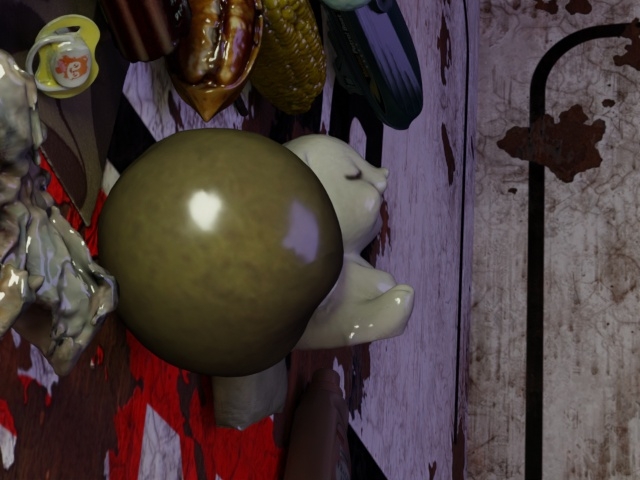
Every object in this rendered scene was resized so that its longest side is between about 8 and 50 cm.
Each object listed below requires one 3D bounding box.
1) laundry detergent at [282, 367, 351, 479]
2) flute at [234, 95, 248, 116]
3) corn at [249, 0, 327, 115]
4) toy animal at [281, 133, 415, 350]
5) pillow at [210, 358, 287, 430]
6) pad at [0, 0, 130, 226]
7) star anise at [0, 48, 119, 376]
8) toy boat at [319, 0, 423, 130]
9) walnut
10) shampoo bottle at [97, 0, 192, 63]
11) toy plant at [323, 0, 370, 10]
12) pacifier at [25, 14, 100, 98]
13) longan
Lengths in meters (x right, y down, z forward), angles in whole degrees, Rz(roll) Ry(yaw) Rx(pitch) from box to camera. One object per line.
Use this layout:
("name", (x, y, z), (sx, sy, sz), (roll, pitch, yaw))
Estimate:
("laundry detergent", (0.003, 0.303, 2.124), (0.171, 0.076, 0.237), (73, 18, -46))
("flute", (-0.127, -0.231, 1.842), (0.269, 0.014, 0.014), (67, 25, -53))
("corn", (-0.060, -0.248, 1.904), (0.322, 0.119, 0.119), (67, 24, -65))
("toy animal", (0.000, 0.000, 1.969), (0.272, 0.206, 0.265), (-105, -178, -88))
("pillow", (-0.086, 0.125, 1.808), (0.134, 0.078, 0.181), (-33, 122, -70))
("pad", (-0.242, -0.193, 1.409), (0.330, 0.004, 0.220), (68, 24, -52))
("star anise", (-0.234, -0.019, 1.206), (0.198, 0.110, 0.257), (-1, 81, -75))
("toy boat", (0.079, -0.292, 2.420), (0.114, 0.122, 0.296), (-51, 130, -36))
("walnut", (-0.116, -0.221, 1.696), (0.116, 0.116, 0.207), (54, 38, -65))
("shampoo bottle", (-0.201, -0.322, 1.425), (0.129, 0.084, 0.323), (-96, 170, -49))
("toy plant", (0.036, -0.436, 1.848), (0.247, 0.247, 0.332), (-32, 128, -73))
("pacifier", (-0.228, -0.165, 1.369), (0.064, 0.068, 0.083), (-124, -148, -44))
("longan", (-0.092, 0.016, 1.496), (0.248, 0.248, 0.248), (-3, 90, -75))
